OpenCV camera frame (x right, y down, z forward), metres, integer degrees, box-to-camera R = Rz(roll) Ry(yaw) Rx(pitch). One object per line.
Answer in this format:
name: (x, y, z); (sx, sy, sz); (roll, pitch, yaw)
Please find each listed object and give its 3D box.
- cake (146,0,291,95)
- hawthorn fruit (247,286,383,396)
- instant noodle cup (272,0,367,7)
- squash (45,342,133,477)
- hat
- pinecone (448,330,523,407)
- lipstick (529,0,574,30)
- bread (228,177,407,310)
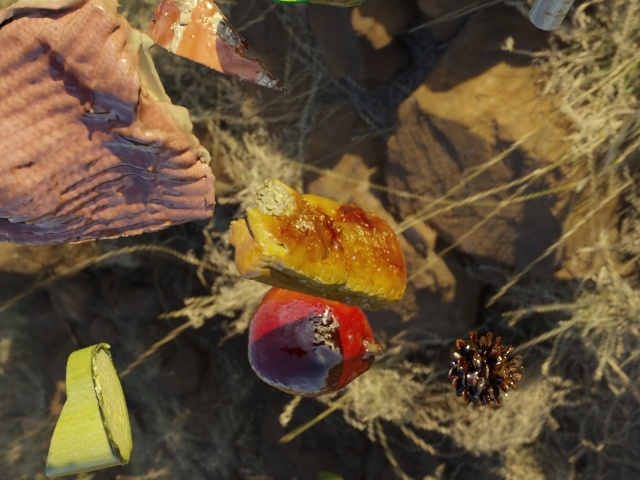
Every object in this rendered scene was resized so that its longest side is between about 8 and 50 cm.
cake: (-0.168, -0.349, 1.757); (0.287, 0.135, 0.098); (30, 175, -3)
hawthorn fruit: (-0.003, 0.222, 2.165); (0.307, 0.265, 0.265); (11, 125, 24)
instant noodle cup: (0.006, -0.461, 1.587); (0.207, 0.233, 0.207); (1, 92, 23)
squash: (-0.397, 0.281, 1.665); (0.220, 0.133, 0.220); (174, 90, -89)
hat: (-0.238, -0.076, 0.770); (0.107, 0.286, 0.236); (-92, -17, -49)
pinecone: (0.289, 0.224, 1.719); (0.121, 0.140, 0.140); (2, 118, 24)
lipstick: (0.404, -0.441, 1.552); (0.059, 0.059, 0.264); (49, 149, 18)
bread: (0.000, 0.000, 1.588); (0.109, 0.380, 0.185); (-28, 62, 32)
